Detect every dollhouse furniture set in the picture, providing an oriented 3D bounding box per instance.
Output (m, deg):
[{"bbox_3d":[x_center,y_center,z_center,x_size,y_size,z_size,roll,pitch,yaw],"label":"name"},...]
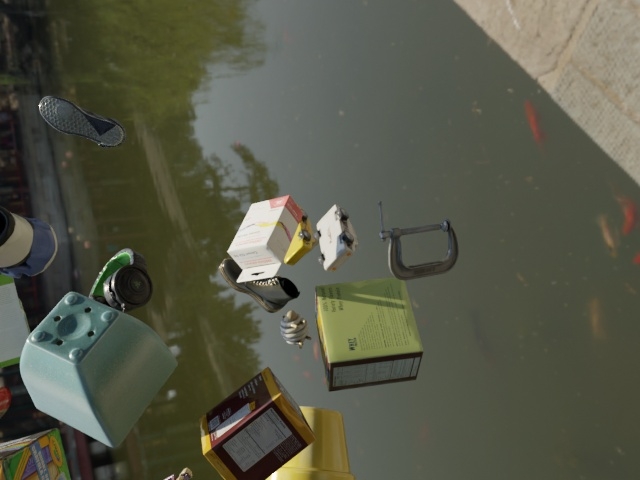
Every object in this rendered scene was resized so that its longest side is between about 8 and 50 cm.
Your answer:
[{"bbox_3d":[-0.326,0.627,1.617,0.114,0.091,0.081,50,-156,-14],"label":"dollhouse furniture set"}]

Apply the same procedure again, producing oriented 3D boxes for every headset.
[{"bbox_3d":[-0.624,0.172,1.973,0.243,0.185,0.394,-45,36,16],"label":"headset"}]

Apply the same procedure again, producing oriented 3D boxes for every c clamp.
[{"bbox_3d":[0.170,0.000,1.145,0.022,0.161,0.137,-161,71,-65],"label":"c clamp"}]

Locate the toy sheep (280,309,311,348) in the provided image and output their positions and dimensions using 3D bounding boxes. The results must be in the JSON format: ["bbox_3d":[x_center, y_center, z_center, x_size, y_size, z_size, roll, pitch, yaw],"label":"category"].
[{"bbox_3d":[-0.073,0.260,1.942,0.091,0.091,0.132,31,136,60],"label":"toy sheep"}]

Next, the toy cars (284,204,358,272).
[{"bbox_3d":[0.000,0.000,1.745,0.394,0.087,0.176,5,68,60],"label":"toy cars"}]

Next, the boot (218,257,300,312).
[{"bbox_3d":[-0.151,0.096,1.707,0.137,0.198,0.076,-33,26,54],"label":"boot"}]

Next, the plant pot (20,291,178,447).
[{"bbox_3d":[-0.508,0.259,1.493,0.247,0.247,0.252,20,144,19],"label":"plant pot"}]

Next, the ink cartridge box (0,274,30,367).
[{"bbox_3d":[-0.802,0.176,1.585,0.097,0.189,0.255,30,130,58],"label":"ink cartridge box"}]

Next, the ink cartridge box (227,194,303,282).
[{"bbox_3d":[-0.128,-0.004,1.500,0.115,0.198,0.067,-12,130,32],"label":"ink cartridge box"}]

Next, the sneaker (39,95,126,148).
[{"bbox_3d":[-0.638,-0.319,1.829,0.086,0.226,0.163,-64,10,5],"label":"sneaker"}]

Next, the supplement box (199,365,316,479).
[{"bbox_3d":[-0.139,0.402,1.436,0.129,0.194,0.191,55,174,-13],"label":"supplement box"}]

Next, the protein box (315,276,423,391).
[{"bbox_3d":[0.100,0.206,1.491,0.136,0.201,0.199,91,171,-51],"label":"protein box"}]

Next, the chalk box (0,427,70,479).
[{"bbox_3d":[-0.543,0.446,1.156,0.289,0.180,0.179,87,167,-85],"label":"chalk box"}]

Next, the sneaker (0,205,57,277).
[{"bbox_3d":[-0.584,-0.015,1.008,0.182,0.316,0.127,89,177,-71],"label":"sneaker"}]

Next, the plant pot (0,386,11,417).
[{"bbox_3d":[-0.562,0.222,0.969,0.174,0.191,0.191,47,151,0],"label":"plant pot"}]

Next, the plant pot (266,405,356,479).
[{"bbox_3d":[-0.028,0.568,1.762,0.254,0.254,0.238,136,143,-61],"label":"plant pot"}]
